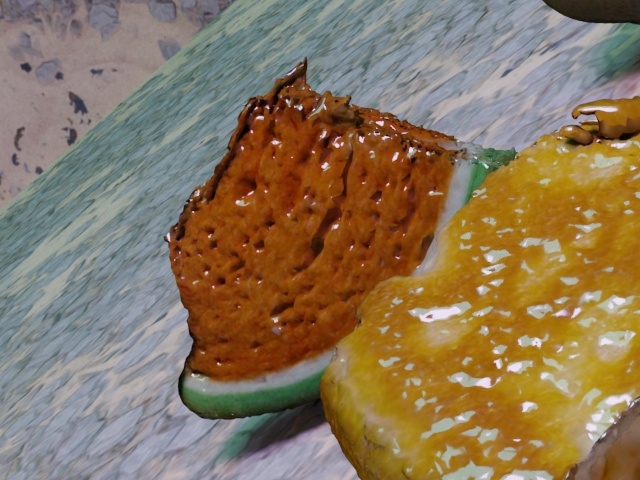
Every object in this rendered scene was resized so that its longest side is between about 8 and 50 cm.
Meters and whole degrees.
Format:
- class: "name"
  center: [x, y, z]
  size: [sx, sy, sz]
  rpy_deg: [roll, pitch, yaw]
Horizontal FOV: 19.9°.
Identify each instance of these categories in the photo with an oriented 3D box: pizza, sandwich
- class: "pizza"
  center: [0.133, 0.015, 0.725]
  size: [0.297, 0.071, 0.189]
  rpy_deg: [-43, 36, -14]
- class: "sandwich"
  center: [0.004, 0.010, 0.996]
  size: [0.235, 0.159, 0.079]
  rpy_deg: [-55, -17, 26]

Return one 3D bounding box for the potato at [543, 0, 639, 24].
- class: "potato"
  center: [0.231, -0.217, 1.118]
  size: [0.235, 0.160, 0.178]
  rpy_deg: [-25, 52, -3]
